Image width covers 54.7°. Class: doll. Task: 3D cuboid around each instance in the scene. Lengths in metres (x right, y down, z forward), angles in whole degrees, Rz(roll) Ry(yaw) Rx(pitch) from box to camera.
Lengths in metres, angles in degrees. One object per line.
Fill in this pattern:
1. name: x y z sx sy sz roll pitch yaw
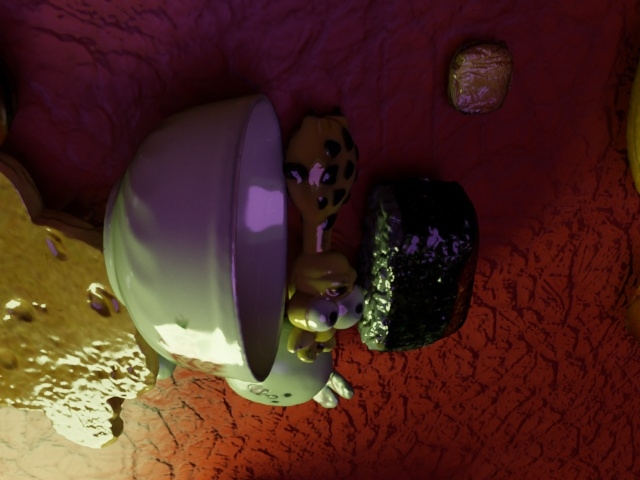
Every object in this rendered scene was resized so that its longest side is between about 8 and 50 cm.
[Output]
1. doll: -0.080 0.137 0.779 0.275 0.113 0.155 22 135 -28
2. doll: 0.001 0.000 0.694 0.117 0.086 0.291 -16 112 -47

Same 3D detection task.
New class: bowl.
1. bowl: -0.117 -0.002 0.605 0.145 0.277 0.277 -2 122 5

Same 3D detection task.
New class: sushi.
1. sushi: 0.107 0.035 0.741 0.126 0.136 0.225 -6 129 -6

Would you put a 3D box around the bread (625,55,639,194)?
1. bread: 0.475 -0.194 0.672 0.236 0.183 0.389 -6 117 -27

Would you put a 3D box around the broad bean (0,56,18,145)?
1. broad bean: -0.382 -0.153 0.531 0.228 0.122 0.156 23 124 -20

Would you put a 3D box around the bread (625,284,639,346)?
1. bread: 0.606 0.079 0.851 0.327 0.114 0.295 -3 138 -6

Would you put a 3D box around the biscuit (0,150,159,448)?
1. biscuit: -0.311 0.077 0.682 0.269 0.051 0.376 -10 113 17

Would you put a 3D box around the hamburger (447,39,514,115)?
1. hamburger: 0.175 -0.177 0.678 0.076 0.044 0.083 -1 119 -9
